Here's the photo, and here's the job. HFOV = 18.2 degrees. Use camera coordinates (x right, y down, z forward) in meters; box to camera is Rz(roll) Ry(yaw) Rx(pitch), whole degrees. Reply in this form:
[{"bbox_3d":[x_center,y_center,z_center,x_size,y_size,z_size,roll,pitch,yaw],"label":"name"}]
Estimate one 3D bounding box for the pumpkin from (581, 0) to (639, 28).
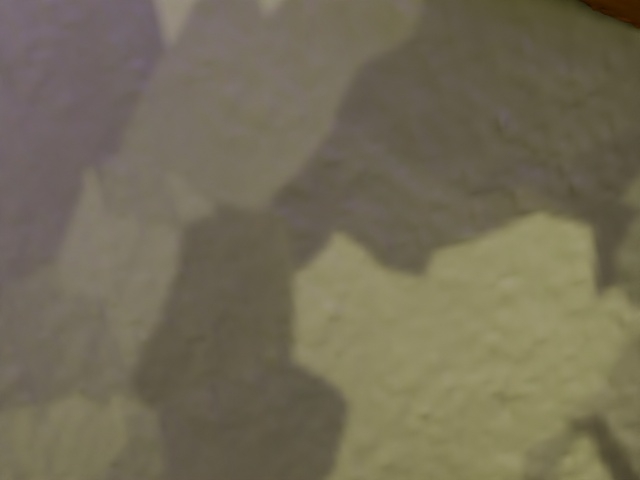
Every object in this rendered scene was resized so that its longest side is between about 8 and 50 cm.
[{"bbox_3d":[0.039,-0.142,0.451,0.248,0.131,0.126,25,71,-20],"label":"pumpkin"}]
